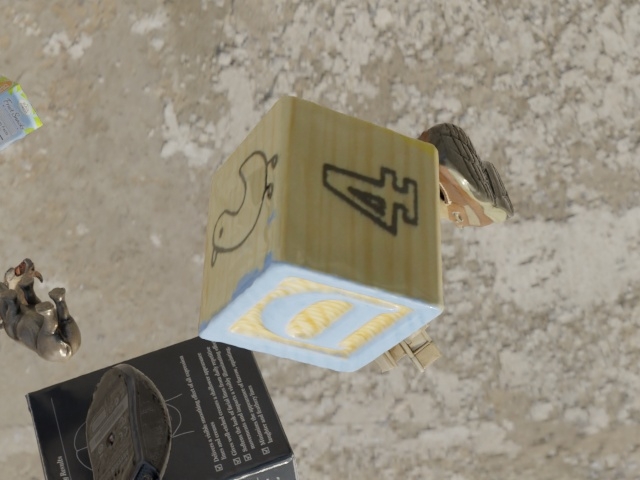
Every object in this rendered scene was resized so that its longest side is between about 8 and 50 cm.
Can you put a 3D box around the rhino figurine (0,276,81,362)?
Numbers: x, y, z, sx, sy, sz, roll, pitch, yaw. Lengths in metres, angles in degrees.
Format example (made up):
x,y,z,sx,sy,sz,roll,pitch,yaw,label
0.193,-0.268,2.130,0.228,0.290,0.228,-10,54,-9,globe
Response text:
x,y,z,sx,sy,sz,roll,pitch,yaw,label
-0.432,0.115,1.636,0.073,0.243,0.106,-28,116,-35,rhino figurine

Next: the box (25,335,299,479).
x,y,z,sx,sy,sz,roll,pitch,yaw,label
-0.265,0.366,1.903,0.395,0.293,0.212,-17,141,-10,box

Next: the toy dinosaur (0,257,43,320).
x,y,z,sx,sy,sz,roll,pitch,yaw,label
-0.562,0.164,1.816,0.296,0.200,0.127,-33,92,40,toy dinosaur

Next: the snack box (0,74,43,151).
x,y,z,sx,sy,sz,roll,pitch,yaw,label
-0.483,-0.136,1.413,0.207,0.174,0.070,-38,125,-18,snack box

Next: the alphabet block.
x,y,z,sx,sy,sz,roll,pitch,yaw,label
0.000,0.000,1.150,0.193,0.197,0.192,17,146,-25,alphabet block

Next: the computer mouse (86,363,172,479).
x,y,z,sx,sy,sz,roll,pitch,yaw,label
-0.222,0.271,1.322,0.072,0.272,0.188,21,126,-32,computer mouse

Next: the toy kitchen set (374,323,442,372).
x,y,z,sx,sy,sz,roll,pitch,yaw,label
0.098,0.125,1.256,0.068,0.075,0.083,-37,108,-5,toy kitchen set

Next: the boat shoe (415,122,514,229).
x,y,z,sx,sy,sz,roll,pitch,yaw,label
0.209,-0.081,1.747,0.120,0.122,0.324,-23,156,18,boat shoe
